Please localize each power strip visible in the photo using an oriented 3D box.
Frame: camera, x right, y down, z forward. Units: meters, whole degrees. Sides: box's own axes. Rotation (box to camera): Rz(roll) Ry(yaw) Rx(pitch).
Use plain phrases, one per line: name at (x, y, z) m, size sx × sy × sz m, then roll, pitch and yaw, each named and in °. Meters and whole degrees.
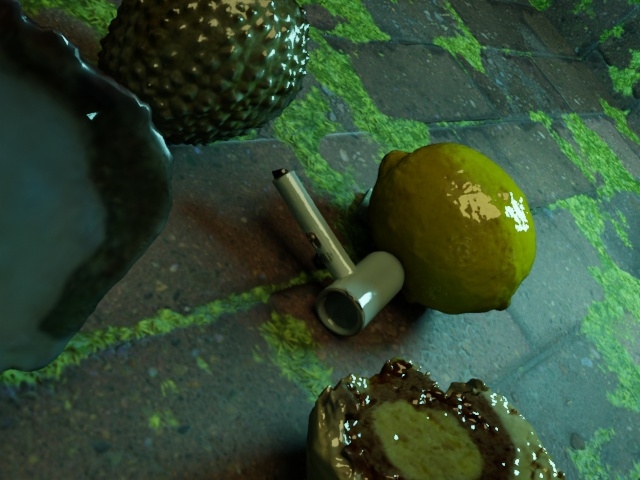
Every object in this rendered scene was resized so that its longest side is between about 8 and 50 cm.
power strip at (0.078, -0.058, 1.130) m, size 0.027 × 0.017 × 0.083 m, roll 41°, pitch 38°, yaw -8°

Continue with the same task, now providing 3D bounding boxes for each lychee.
lychee at (-0.145, -0.238, 0.898) m, size 0.255 × 0.255 × 0.274 m, roll 38°, pitch 57°, yaw -10°

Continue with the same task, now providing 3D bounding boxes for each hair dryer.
hair dryer at (0.000, 0.000, 0.999) m, size 0.047 × 0.026 × 0.083 m, roll -9°, pitch 59°, yaw -48°
hair dryer at (0.010, 0.000, 0.939) m, size 0.236 × 0.073 × 0.131 m, roll 54°, pitch 42°, yaw -2°

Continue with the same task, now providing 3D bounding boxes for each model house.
model house at (-0.356, -0.094, 0.528) m, size 0.339 × 0.297 × 0.360 m, roll 38°, pitch 6°, yaw 39°

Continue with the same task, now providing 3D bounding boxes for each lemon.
lemon at (0.189, -0.021, 1.029) m, size 0.288 × 0.233 × 0.233 m, roll 51°, pitch 37°, yaw 12°

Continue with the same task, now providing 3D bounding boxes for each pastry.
pastry at (0.111, 0.256, 0.744) m, size 0.256 × 0.170 × 0.236 m, roll -10°, pitch 39°, yaw -47°
